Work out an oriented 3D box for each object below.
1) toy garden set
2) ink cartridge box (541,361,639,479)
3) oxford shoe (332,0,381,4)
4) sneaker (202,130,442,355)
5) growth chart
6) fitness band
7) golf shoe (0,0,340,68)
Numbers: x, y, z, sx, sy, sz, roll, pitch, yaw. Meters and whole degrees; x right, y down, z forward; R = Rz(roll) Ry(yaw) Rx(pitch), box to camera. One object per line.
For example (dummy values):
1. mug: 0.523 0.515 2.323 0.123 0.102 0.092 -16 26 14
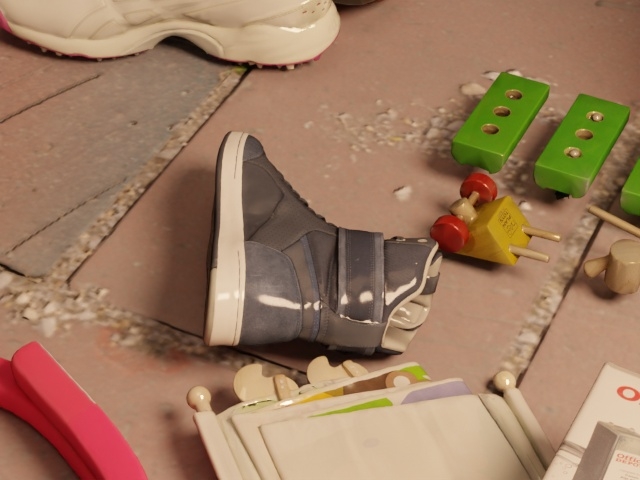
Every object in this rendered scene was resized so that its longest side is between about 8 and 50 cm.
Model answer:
1. toy garden set: 0.212 -0.026 1.179 0.244 0.049 0.204 19 43 18
2. ink cartridge box: 0.191 0.184 0.876 0.158 0.092 0.218 21 37 17
3. oxford shoe: -0.018 -0.254 1.431 0.212 0.076 0.076 21 15 24
4. sneaker: 0.000 0.002 1.119 0.163 0.086 0.226 3 36 -5
5. growth chart: 0.042 0.135 0.998 0.237 0.021 0.172 -3 40 -13
6. fitness band: -0.222 0.166 0.959 0.209 0.054 0.291 -28 48 -24
7. golf shoe: -0.135 -0.230 1.337 0.306 0.140 0.115 2 43 4
